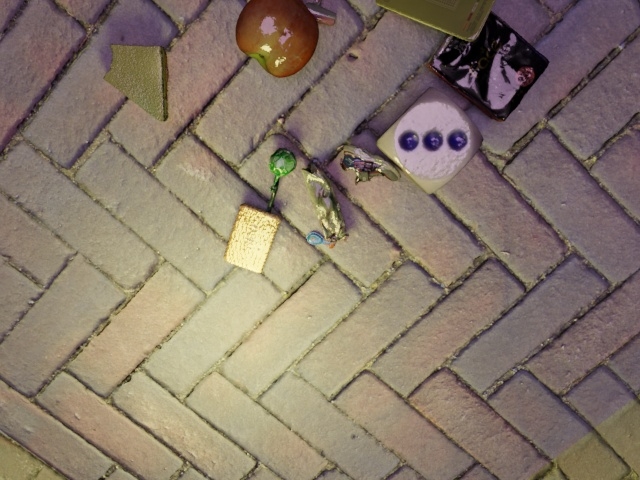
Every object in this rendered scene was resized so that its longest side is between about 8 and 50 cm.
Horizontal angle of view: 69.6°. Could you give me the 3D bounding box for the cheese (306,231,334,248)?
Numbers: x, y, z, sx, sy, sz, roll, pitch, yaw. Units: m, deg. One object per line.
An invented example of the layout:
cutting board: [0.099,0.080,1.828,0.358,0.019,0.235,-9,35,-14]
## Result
cheese: [0.000,0.000,1.719,0.111,0.017,0.047,17,108,-4]

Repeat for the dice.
dice: [0.355,-0.325,1.514,0.259,0.243,0.251,43,102,-6]

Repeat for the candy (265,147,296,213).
candy: [-0.169,-0.175,1.653,0.097,0.097,0.323,18,112,-4]

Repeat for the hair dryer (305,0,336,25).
hair dryer: [0.008,-0.788,1.494,0.106,0.054,0.154,10,101,-6]

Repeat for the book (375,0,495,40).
book: [0.376,-0.790,1.429,0.352,0.035,0.239,30,103,17]

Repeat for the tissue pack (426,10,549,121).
tissue pack: [0.541,-0.574,1.501,0.332,0.123,0.245,35,100,-8]

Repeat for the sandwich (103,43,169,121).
sandwich: [-0.628,-0.536,1.569,0.212,0.063,0.244,4,105,4]

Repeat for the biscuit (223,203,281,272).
biscuit: [-0.253,-0.006,1.699,0.160,0.030,0.249,20,114,-3]

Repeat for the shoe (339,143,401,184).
shoe: [0.164,-0.243,1.605,0.228,0.099,0.125,27,96,-1]

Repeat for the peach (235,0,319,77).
peach: [-0.131,-0.649,1.439,0.253,0.252,0.252,0,105,1]

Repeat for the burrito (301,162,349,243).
burrito: [0.019,-0.134,1.658,0.096,0.066,0.309,-20,101,9]
